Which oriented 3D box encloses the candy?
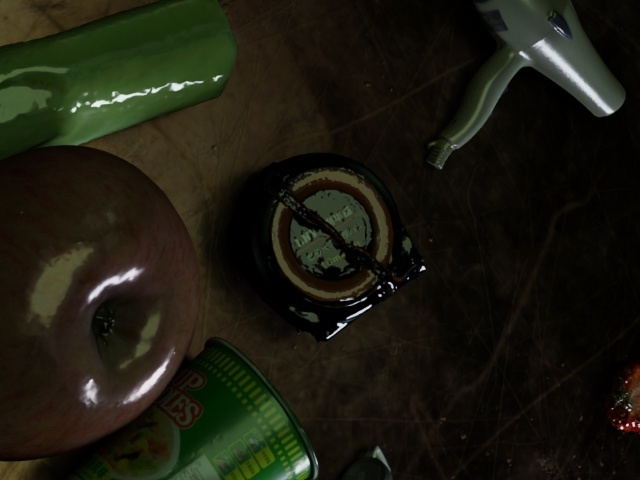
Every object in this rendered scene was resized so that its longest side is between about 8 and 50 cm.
[{"bbox_3d":[-0.253,-0.179,1.607,0.343,0.142,0.132,-23,106,-29],"label":"candy"}]

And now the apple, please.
[{"bbox_3d":[-0.279,0.067,1.492,0.345,0.269,0.345,3,84,-32],"label":"apple"}]

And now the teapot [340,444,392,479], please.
[{"bbox_3d":[0.066,0.303,1.804,0.057,0.066,0.088,55,37,-37],"label":"teapot"}]

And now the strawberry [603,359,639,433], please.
[{"bbox_3d":[0.453,0.222,2.047,0.152,0.048,0.104,-1,79,-45],"label":"strawberry"}]

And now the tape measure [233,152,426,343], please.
[{"bbox_3d":[0.000,0.000,1.748,0.202,0.135,0.223,-34,101,-18],"label":"tape measure"}]

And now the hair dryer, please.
[{"bbox_3d":[0.296,-0.212,1.978,0.296,0.119,0.298,15,94,-33],"label":"hair dryer"}]

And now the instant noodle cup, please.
[{"bbox_3d":[-0.151,0.257,1.605,0.232,0.207,0.207,-37,104,-21],"label":"instant noodle cup"}]
